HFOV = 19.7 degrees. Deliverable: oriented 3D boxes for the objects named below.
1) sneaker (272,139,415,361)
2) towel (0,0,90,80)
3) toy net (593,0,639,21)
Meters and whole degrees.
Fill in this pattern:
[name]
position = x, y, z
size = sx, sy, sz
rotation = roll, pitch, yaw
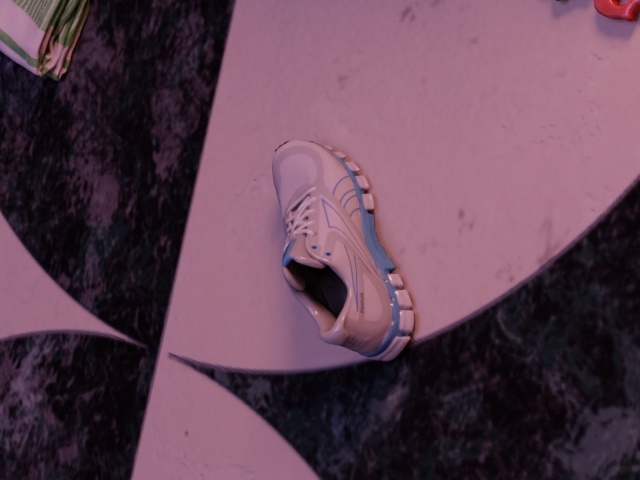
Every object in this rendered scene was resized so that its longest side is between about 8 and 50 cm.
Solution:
[sneaker]
position = 0.000, 0.000, 1.343
size = 0.071, 0.083, 0.191
rotation = -46, 55, 31
[towel]
position = -0.252, -0.335, 1.654
size = 0.248, 0.038, 0.325
rotation = 34, 108, 41
[toy net]
position = 0.230, -0.196, 1.174
size = 0.232, 0.045, 0.122
rotation = 20, 98, 43
